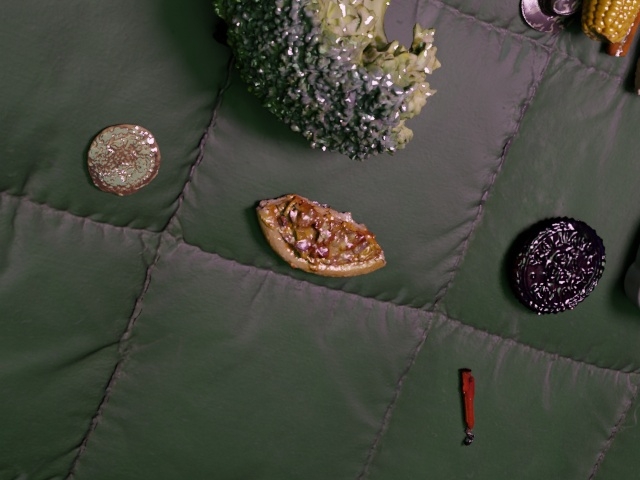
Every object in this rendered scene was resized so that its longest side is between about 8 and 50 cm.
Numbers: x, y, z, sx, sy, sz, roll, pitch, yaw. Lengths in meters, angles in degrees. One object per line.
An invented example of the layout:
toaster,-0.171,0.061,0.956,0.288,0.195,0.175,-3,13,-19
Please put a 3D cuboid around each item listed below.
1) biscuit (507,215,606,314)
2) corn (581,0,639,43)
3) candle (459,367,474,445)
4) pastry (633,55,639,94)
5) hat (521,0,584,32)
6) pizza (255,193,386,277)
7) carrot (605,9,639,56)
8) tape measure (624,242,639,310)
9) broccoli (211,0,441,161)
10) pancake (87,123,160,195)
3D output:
biscuit,0.427,0.046,1.620,0.194,0.053,0.195,-6,112,-15
corn,0.487,-0.461,1.403,0.106,0.106,0.305,12,97,-22
candle,0.280,0.316,1.691,0.026,0.021,0.167,-12,113,-13
pastry,0.598,-0.358,1.503,0.121,0.089,0.259,-5,110,-14
hat,0.385,-0.385,1.444,0.121,0.050,0.121,-6,114,-14
pizza,0.002,0.000,1.459,0.246,0.058,0.127,34,96,-28
carrot,0.514,-0.385,1.487,0.055,0.055,0.162,6,113,-20
tape measure,0.704,0.059,1.659,0.243,0.125,0.246,15,103,-5
broccoli,0.017,-0.284,1.250,0.338,0.277,0.318,7,88,-29
pancake,-0.293,-0.120,1.342,0.114,0.011,0.115,-6,112,-16
